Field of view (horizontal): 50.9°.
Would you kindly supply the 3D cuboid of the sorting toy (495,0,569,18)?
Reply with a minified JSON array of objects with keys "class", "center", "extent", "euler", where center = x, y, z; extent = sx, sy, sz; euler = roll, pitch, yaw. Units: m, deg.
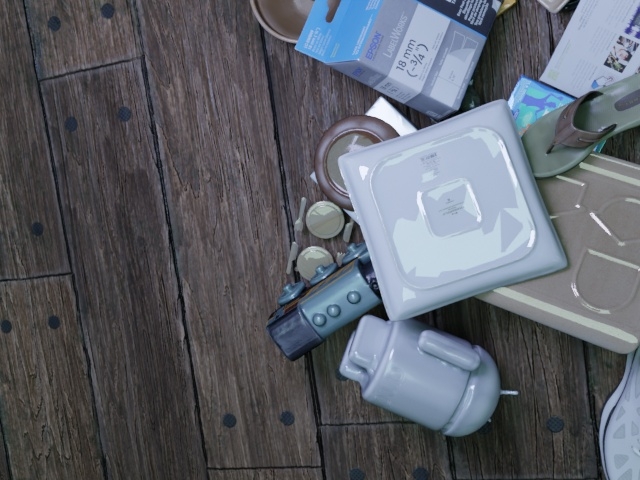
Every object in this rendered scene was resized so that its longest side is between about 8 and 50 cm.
[{"class":"sorting toy","center":[0.453,-0.570,1.306],"extent":[0.347,0.047,0.196],"euler":[-47,69,22]}]

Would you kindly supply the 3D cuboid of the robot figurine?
[{"class":"robot figurine","center":[0.223,0.283,1.412],"extent":[0.353,0.300,0.199],"euler":[22,58,0]}]

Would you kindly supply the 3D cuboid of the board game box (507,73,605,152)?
[{"class":"board game box","center":[0.468,-0.221,1.375],"extent":[0.210,0.047,0.160],"euler":[29,104,11]}]

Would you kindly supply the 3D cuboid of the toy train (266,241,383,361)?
[{"class":"toy train","center":[0.029,0.128,1.452],"extent":[0.334,0.190,0.142],"euler":[-33,101,13]}]

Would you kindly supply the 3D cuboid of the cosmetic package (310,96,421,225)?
[{"class":"cosmetic package","center":[0.143,-0.142,1.429],"extent":[0.224,0.138,0.224],"euler":[45,104,7]}]

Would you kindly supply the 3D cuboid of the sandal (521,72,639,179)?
[{"class":"sandal","center":[0.496,-0.226,1.247],"extent":[0.303,0.086,0.120],"euler":[-32,69,22]}]

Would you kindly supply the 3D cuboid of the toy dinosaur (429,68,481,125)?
[{"class":"toy dinosaur","center":[0.300,-0.235,1.397],"extent":[0.118,0.064,0.268],"euler":[-24,73,47]}]

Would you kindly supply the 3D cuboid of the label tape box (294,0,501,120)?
[{"class":"label tape box","center":[0.152,-0.420,1.322],"extent":[0.334,0.106,0.240],"euler":[23,85,-11]}]

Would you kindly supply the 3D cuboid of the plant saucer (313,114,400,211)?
[{"class":"plant saucer","center":[0.077,-0.154,1.357],"extent":[0.199,0.036,0.198],"euler":[2,96,16]}]

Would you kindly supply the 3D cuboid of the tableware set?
[{"class":"tableware set","center":[0.000,0.000,1.540],"extent":[0.128,0.039,0.194],"euler":[14,106,2]}]

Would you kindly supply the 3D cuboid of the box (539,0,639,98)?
[{"class":"box","center":[0.610,-0.337,1.256],"extent":[0.322,0.058,0.232],"euler":[31,137,13]}]

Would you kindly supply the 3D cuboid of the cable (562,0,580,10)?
[{"class":"cable","center":[0.588,-0.549,1.313],"extent":[0.139,0.072,0.287],"euler":[41,119,-10]}]

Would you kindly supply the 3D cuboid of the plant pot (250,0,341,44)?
[{"class":"plant pot","center":[-0.026,-0.536,1.443],"extent":[0.237,0.110,0.237],"euler":[2,98,15]}]

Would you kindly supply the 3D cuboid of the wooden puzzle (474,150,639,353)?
[{"class":"wooden puzzle","center":[0.491,0.003,1.292],"extent":[0.322,0.080,0.348],"euler":[21,81,19]}]

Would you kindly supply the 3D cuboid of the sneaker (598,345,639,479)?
[{"class":"sneaker","center":[0.649,0.352,1.286],"extent":[0.169,0.257,0.447],"euler":[8,99,14]}]

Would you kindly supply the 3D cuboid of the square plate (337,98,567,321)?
[{"class":"square plate","center":[0.242,-0.059,1.268],"extent":[0.347,0.049,0.344],"euler":[-19,83,7]}]
